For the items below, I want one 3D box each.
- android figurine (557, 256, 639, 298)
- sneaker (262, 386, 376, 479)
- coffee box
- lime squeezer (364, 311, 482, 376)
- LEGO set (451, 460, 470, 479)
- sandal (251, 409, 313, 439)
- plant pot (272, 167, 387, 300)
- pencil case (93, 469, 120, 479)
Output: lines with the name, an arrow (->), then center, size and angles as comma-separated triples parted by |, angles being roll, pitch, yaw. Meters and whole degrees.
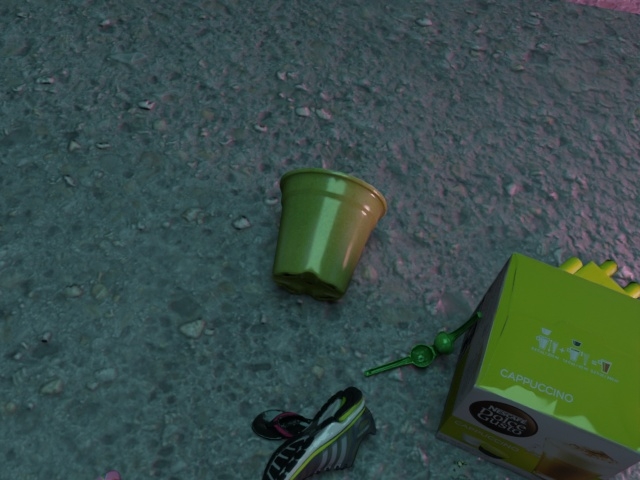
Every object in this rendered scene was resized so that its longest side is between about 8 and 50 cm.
android figurine -> 0.698, 0.158, 1.757 | 0.273, 0.056, 0.248 | -29, 65, -24
sneaker -> 0.004, 0.455, 1.451 | 0.300, 0.111, 0.121 | -41, 106, -11
coffee box -> 0.484, 0.293, 1.478 | 0.338, 0.334, 0.338 | 22, 58, 7
lime squeezer -> 0.254, 0.244, 1.594 | 0.310, 0.110, 0.058 | -32, 45, 22
LEGO set -> 0.307, 0.521, 1.496 | 0.054, 0.023, 0.083 | -8, 59, -11
sandal -> -0.061, 0.409, 1.514 | 0.179, 0.040, 0.067 | 8, 59, -1
plant pot -> 0.000, 0.000, 1.673 | 0.276, 0.276, 0.253 | 15, 68, 3
pencil case -> -0.370, 0.589, 1.322 | 0.124, 0.124, 0.284 | -34, 68, -25
